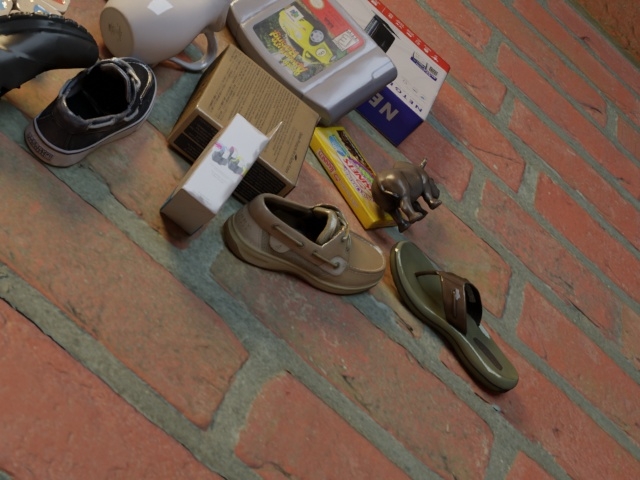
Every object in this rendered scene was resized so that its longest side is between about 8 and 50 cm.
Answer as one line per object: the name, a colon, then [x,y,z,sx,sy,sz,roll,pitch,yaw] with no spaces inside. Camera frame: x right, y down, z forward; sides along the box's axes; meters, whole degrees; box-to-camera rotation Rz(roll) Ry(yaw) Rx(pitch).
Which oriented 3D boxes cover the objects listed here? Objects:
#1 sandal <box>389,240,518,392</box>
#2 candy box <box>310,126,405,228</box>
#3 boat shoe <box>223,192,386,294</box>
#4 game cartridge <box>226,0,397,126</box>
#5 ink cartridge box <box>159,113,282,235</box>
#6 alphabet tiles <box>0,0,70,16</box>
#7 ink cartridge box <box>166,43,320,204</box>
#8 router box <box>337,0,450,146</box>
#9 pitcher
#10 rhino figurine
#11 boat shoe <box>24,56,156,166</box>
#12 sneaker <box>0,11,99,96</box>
sandal: [0.230,0.111,1.896,0.303,0.086,0.120,48,31,2]
candy box: [0.058,-0.110,2.002,0.105,0.027,0.206,-10,62,-53]
boat shoe: [0.000,0.000,1.734,0.302,0.098,0.109,18,41,-39]
game cartridge: [-0.027,-0.347,2.055,0.196,0.060,0.294,-38,78,-21]
ink cartridge box: [-0.137,-0.104,1.610,0.061,0.104,0.181,39,62,-11]
alphabet tiles: [-0.482,-0.379,1.619,0.278,0.021,0.284,33,33,-21]
ink cartridge box: [-0.115,-0.175,1.808,0.193,0.088,0.235,39,31,-15]
router box: [0.087,-0.375,2.289,0.335,0.082,0.301,41,31,-8]
pitcher: [-0.235,-0.326,1.809,0.125,0.178,0.207,28,41,33]
rhino figurine: [0.157,-0.090,2.009,0.106,0.073,0.243,53,25,3]
boat shoe: [-0.294,-0.203,1.607,0.108,0.102,0.301,45,31,-2]
sneaker: [-0.417,-0.223,1.473,0.286,0.109,0.130,-3,85,-33]
